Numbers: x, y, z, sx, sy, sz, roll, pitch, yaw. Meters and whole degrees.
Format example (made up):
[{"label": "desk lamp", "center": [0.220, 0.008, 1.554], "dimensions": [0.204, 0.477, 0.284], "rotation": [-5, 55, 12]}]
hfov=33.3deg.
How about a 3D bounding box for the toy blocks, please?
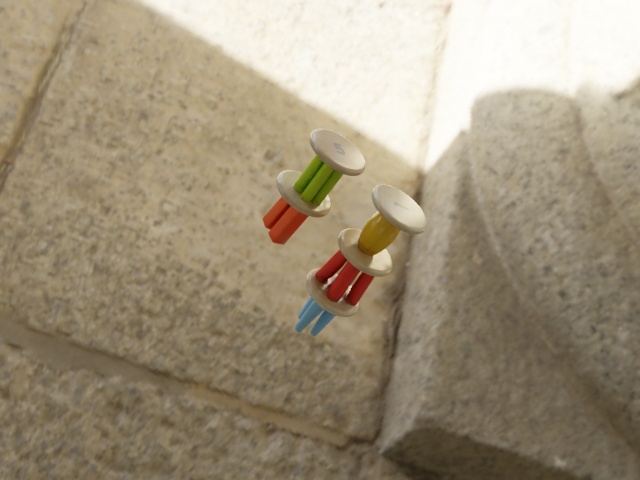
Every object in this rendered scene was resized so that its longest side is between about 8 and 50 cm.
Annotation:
[{"label": "toy blocks", "center": [0.000, 0.000, 0.889], "dimensions": [0.123, 0.148, 0.054], "rotation": [43, 29, 10]}]
